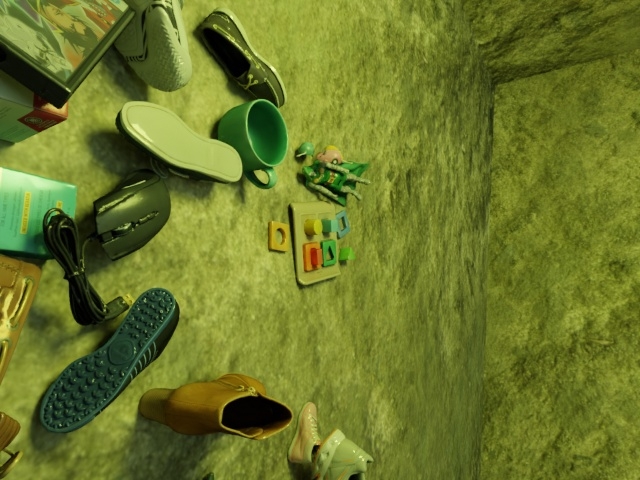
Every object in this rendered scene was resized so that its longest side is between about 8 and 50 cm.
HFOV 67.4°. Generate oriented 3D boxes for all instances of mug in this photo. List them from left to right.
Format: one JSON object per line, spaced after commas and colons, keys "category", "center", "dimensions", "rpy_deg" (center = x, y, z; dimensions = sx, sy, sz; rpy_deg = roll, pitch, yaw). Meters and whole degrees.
{"category": "mug", "center": [-0.141, -0.190, 0.946], "dimensions": [0.129, 0.097, 0.158], "rpy_deg": [31, 60, -51]}

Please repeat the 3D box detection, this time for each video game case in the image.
{"category": "video game case", "center": [-0.358, -0.301, 0.546], "dimensions": [0.248, 0.035, 0.275], "rpy_deg": [37, 30, -30]}

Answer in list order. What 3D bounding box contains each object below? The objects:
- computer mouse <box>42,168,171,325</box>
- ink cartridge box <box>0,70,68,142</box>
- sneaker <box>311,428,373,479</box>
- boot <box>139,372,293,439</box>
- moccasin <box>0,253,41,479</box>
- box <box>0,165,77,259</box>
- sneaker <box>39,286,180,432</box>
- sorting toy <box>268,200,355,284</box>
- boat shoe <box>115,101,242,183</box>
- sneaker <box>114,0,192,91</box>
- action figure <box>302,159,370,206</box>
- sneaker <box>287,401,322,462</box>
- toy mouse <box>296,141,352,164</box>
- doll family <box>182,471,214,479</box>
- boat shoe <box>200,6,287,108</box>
{"category": "computer mouse", "center": [-0.274, 0.007, 0.703], "dimensions": [0.262, 0.060, 0.184], "rpy_deg": [-61, 150, -64]}
{"category": "ink cartridge box", "center": [-0.396, -0.177, 0.531], "dimensions": [0.175, 0.127, 0.073], "rpy_deg": [11, 75, -56]}
{"category": "sneaker", "center": [0.034, 0.547, 1.027], "dimensions": [0.099, 0.120, 0.263], "rpy_deg": [-12, 120, -57]}
{"category": "boot", "center": [-0.125, 0.281, 0.797], "dimensions": [0.295, 0.211, 0.104], "rpy_deg": [22, 68, -53]}
{"category": "moccasin", "center": [-0.381, 0.200, 0.508], "dimensions": [0.146, 0.139, 0.381], "rpy_deg": [21, 59, -44]}
{"category": "box", "center": [-0.413, -0.041, 0.547], "dimensions": [0.244, 0.060, 0.101], "rpy_deg": [14, 73, -55]}
{"category": "sneaker", "center": [-0.286, 0.176, 0.691], "dimensions": [0.232, 0.081, 0.090], "rpy_deg": [-50, 166, -26]}
{"category": "sorting toy", "center": [0.000, 0.000, 1.175], "dimensions": [0.347, 0.047, 0.196], "rpy_deg": [-10, 93, -56]}
{"category": "boat shoe", "center": [-0.240, -0.154, 0.808], "dimensions": [0.254, 0.079, 0.095], "rpy_deg": [12, 71, -58]}
{"category": "sneaker", "center": [-0.253, -0.437, 0.776], "dimensions": [0.210, 0.137, 0.366], "rpy_deg": [-38, 113, -49]}
{"category": "action figure", "center": [0.034, -0.155, 1.220], "dimensions": [0.232, 0.063, 0.137], "rpy_deg": [7, 113, -49]}
{"category": "sneaker", "center": [-0.019, 0.427, 1.063], "dimensions": [0.051, 0.070, 0.134], "rpy_deg": [53, 44, -35]}
{"category": "toy mouse", "center": [-0.001, -0.211, 1.143], "dimensions": [0.143, 0.161, 0.031], "rpy_deg": [-4, 114, -42]}
{"category": "doll family", "center": [-0.196, 0.492, 0.790], "dimensions": [0.111, 0.075, 0.193], "rpy_deg": [46, 54, -49]}
{"category": "boat shoe", "center": [-0.155, -0.350, 0.971], "dimensions": [0.228, 0.081, 0.069], "rpy_deg": [50, 49, -31]}
